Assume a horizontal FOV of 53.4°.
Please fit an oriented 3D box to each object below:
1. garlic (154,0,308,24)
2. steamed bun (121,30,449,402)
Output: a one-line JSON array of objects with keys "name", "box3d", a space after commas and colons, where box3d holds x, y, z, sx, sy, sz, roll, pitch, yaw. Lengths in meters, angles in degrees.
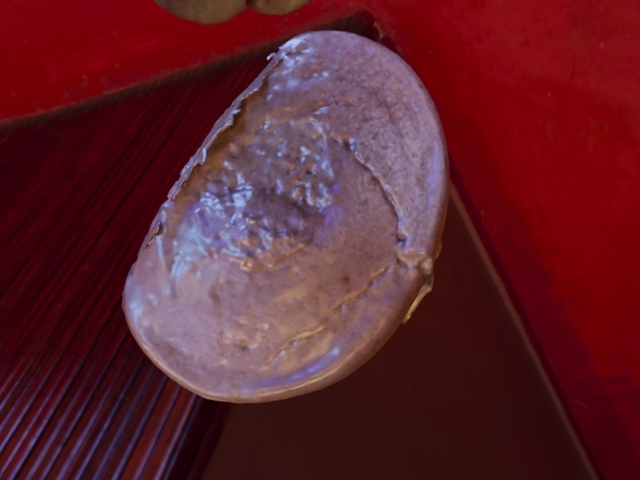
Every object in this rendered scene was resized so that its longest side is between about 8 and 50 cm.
[{"name": "garlic", "box3d": [-0.039, -0.183, 0.294, 0.131, 0.127, 0.194, 26, 157, -16]}, {"name": "steamed bun", "box3d": [0.000, 0.000, 0.536, 0.199, 0.301, 0.251, 28, 169, 8]}]
